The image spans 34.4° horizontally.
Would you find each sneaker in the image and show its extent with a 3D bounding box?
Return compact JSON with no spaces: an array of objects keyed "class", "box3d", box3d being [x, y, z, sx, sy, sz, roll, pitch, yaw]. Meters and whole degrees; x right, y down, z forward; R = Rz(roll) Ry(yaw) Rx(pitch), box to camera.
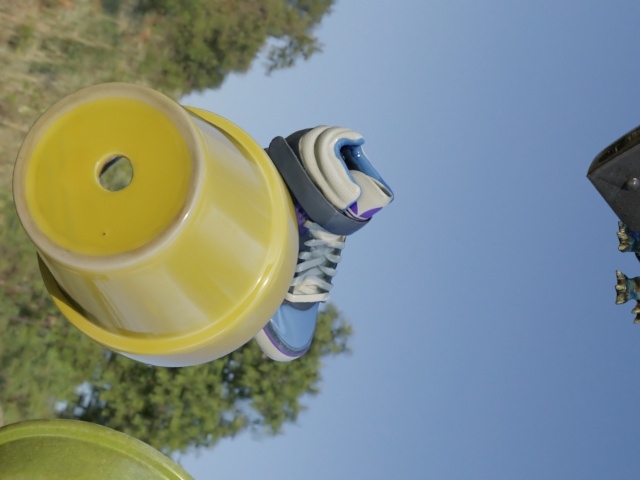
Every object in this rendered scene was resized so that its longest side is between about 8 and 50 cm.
[{"class":"sneaker","box3d":[0.000,0.000,1.444,0.236,0.130,0.323,-12,-101,42]}]

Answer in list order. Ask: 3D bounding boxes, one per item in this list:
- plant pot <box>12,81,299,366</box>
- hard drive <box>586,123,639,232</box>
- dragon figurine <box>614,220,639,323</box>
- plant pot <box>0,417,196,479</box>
[{"class":"plant pot","box3d":[-0.158,-0.025,0.949,0.239,0.254,0.254,68,36,-74]},{"class":"hard drive","box3d":[0.417,-0.086,1.044,0.254,0.172,0.054,-28,-144,28]},{"class":"dragon figurine","box3d":[0.344,0.029,0.905,0.289,0.144,0.085,29,65,-60]},{"class":"plant pot","box3d":[-0.224,0.316,0.771,0.276,0.276,0.254,-64,178,25]}]
